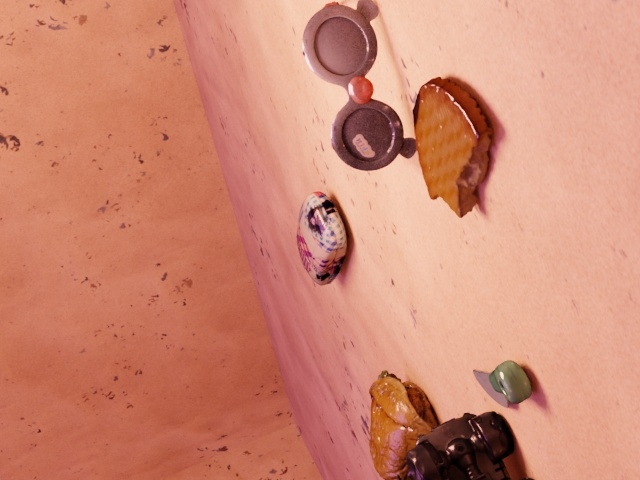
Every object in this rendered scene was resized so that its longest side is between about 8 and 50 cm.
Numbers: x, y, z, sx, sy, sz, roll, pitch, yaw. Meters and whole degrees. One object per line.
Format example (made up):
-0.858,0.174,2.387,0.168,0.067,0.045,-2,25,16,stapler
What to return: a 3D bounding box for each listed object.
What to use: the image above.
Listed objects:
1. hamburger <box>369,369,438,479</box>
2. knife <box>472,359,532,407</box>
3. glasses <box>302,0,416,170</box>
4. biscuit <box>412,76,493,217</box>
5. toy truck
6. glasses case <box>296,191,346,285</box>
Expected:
0.149,0.356,2.019,0.183,0.130,0.206,-139,32,-64,hamburger
0.246,0.199,1.486,0.063,0.035,0.260,61,175,7,knife
0.057,-0.237,1.555,0.268,0.118,0.234,-79,-30,-71,glasses
0.160,-0.108,1.284,0.228,0.031,0.176,-154,43,-73,biscuit
0.228,0.368,1.578,0.224,0.147,0.165,59,168,30,toy truck
0.000,0.000,2.204,0.327,0.076,0.125,104,145,-71,glasses case
